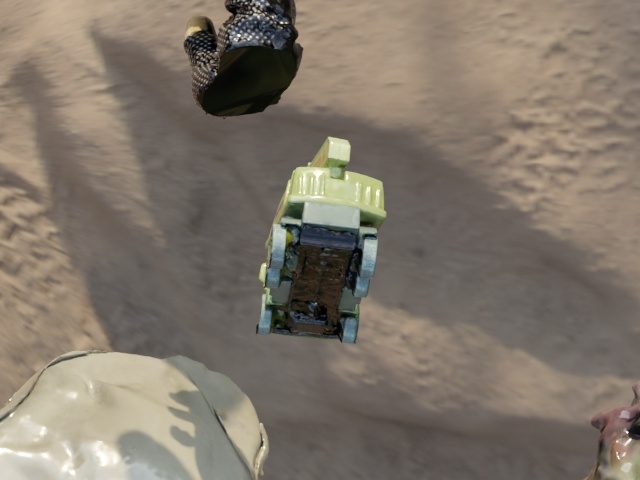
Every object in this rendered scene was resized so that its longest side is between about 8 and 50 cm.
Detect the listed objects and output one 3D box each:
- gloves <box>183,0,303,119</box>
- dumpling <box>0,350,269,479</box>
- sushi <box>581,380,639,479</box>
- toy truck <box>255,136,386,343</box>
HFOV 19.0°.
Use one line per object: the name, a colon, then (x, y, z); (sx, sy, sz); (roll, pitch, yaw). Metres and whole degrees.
gloves: (-0.073, -0.202, 1.629); (0.106, 0.129, 0.180); (-11, 58, 4)
dumpling: (-0.187, 0.227, 1.787); (0.260, 0.181, 0.341); (48, 67, -10)
sushi: (0.240, 0.161, 0.988); (0.171, 0.270, 0.236); (36, 111, -19)
toy truck: (0.000, 0.000, 1.311); (0.077, 0.169, 0.100); (6, 64, -2)
